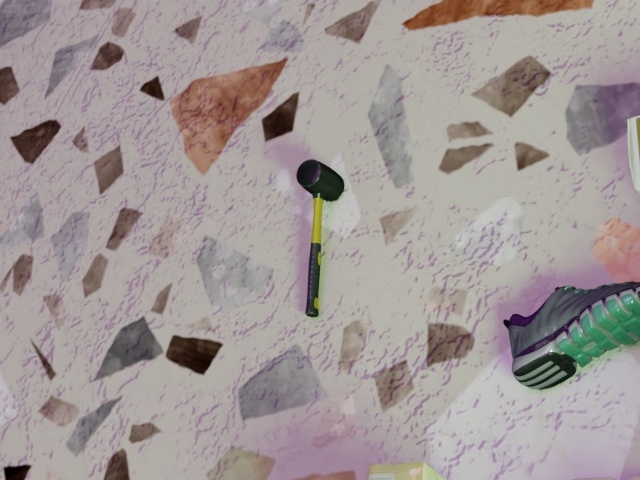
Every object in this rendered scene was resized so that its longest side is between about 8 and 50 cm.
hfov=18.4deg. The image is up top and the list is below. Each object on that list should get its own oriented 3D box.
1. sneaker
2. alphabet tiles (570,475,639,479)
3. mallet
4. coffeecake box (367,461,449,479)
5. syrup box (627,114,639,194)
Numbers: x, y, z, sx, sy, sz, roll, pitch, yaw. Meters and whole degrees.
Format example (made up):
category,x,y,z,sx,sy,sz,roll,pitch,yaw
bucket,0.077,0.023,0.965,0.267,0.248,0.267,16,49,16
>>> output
category,x,y,z,sx,sy,sz,roll,pitch,yaw
sneaker,0.293,0.068,2.112,0.223,0.083,0.098,-28,49,18
alphabet tiles,0.295,0.374,1.986,0.278,0.021,0.284,-5,63,30
mallet,0.000,0.000,2.365,0.039,0.062,0.190,-7,77,31
coffeecake box,0.111,0.324,2.021,0.068,0.185,0.142,-6,62,29
syrup box,0.452,-0.101,2.091,0.237,0.093,0.096,-16,59,25
